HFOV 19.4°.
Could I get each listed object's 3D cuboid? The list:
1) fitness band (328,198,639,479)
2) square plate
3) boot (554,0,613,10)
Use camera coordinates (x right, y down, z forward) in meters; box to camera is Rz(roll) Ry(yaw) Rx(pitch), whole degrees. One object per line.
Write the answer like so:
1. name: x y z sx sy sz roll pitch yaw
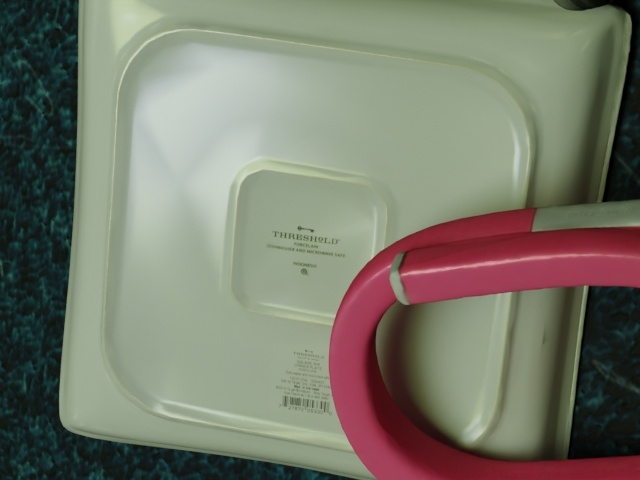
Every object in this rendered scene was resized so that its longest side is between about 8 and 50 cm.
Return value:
1. fitness band: 0.143 0.081 1.089 0.291 0.054 0.209 -6 121 22
2. square plate: 0.000 0.000 1.183 0.347 0.049 0.344 9 108 10
3. boot: 0.081 -0.231 1.138 0.161 0.083 0.246 -26 86 42
